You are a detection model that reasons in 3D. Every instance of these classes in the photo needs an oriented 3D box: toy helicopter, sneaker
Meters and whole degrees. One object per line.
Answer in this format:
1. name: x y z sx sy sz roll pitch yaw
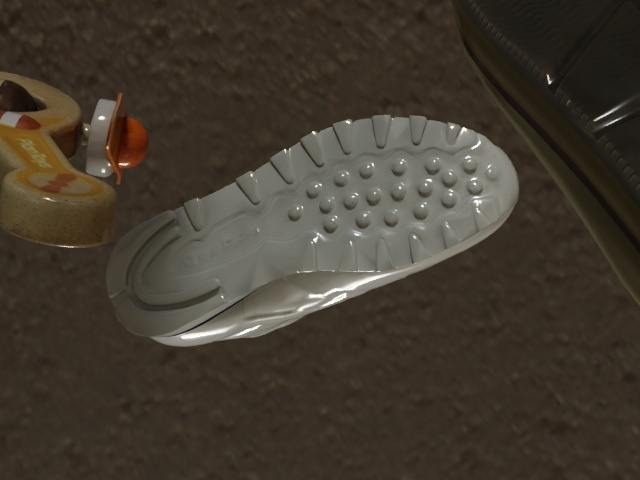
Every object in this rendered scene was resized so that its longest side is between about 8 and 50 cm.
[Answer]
1. toy helicopter: -0.220 -0.066 1.266 0.235 0.355 0.140 6 108 -27
2. sneaker: 0.000 0.000 0.935 0.235 0.090 0.095 -17 157 13

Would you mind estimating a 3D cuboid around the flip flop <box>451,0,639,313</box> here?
1. flip flop: 0.107 -0.004 0.344 0.112 0.277 0.080 -19 134 -7
